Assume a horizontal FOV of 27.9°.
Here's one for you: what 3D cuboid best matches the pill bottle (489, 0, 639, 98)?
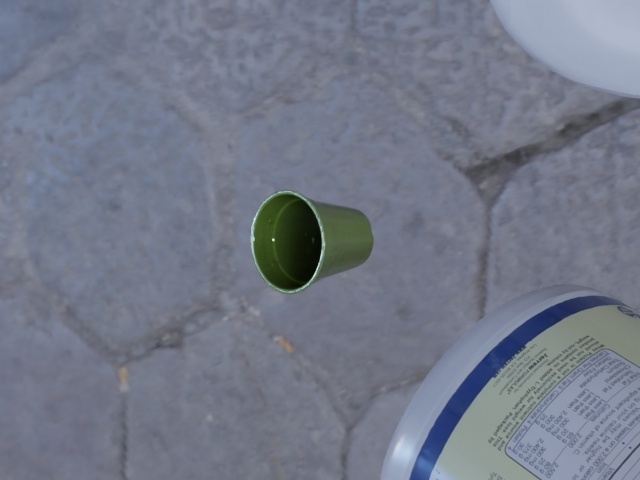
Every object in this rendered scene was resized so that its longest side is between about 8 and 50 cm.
[{"bbox_3d":[0.219,-0.303,0.857,0.229,0.408,0.229,4,136,3],"label":"pill bottle"}]

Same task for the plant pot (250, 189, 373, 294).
[{"bbox_3d":[0.000,0.000,1.050,0.083,0.079,0.083,3,94,44],"label":"plant pot"}]

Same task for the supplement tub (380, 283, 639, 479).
[{"bbox_3d":[0.219,0.193,0.770,0.325,0.235,0.235,33,118,41],"label":"supplement tub"}]
